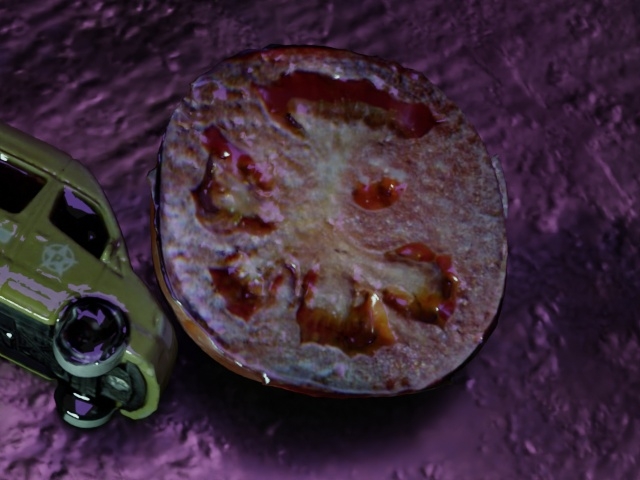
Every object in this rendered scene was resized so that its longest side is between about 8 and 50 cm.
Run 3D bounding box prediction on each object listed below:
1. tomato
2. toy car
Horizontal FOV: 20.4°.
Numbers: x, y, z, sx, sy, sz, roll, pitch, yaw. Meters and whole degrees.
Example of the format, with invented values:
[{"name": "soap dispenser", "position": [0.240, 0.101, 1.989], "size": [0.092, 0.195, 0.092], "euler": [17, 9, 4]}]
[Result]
[{"name": "tomato", "position": [-0.002, -0.001, 1.026], "size": [0.225, 0.085, 0.225], "euler": [8, 67, -19]}, {"name": "toy car", "position": [-0.186, 0.000, 1.003], "size": [0.257, 0.101, 0.124], "euler": [26, 64, 5]}]
